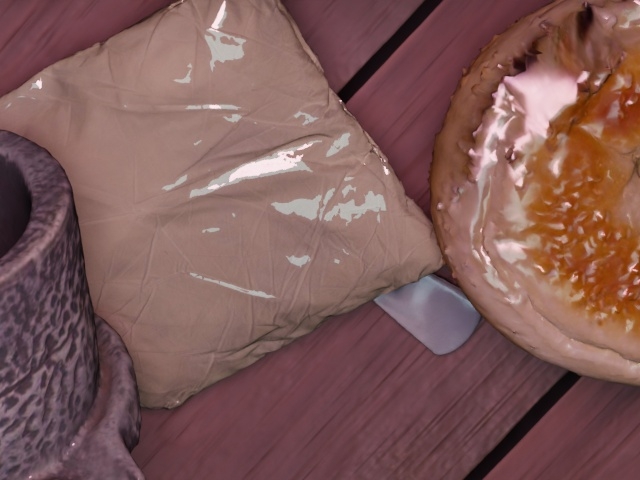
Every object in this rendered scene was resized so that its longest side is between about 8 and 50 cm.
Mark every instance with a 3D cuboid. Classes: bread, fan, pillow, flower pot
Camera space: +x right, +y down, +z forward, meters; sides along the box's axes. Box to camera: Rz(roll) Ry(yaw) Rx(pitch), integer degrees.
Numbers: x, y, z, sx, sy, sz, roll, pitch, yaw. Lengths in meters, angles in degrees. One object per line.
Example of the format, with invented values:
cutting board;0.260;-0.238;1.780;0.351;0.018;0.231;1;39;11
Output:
bread;0.222;-0.044;1.319;0.305;0.159;0.306;-2;103;-10
fan;0.000;0.000;1.389;0.282;0.023;0.057;32;110;-13
pillow;-0.090;-0.029;1.322;0.274;0.076;0.281;-27;112;17
flower pot;-0.251;0.104;1.229;0.299;0.299;0.283;-6;125;-3
